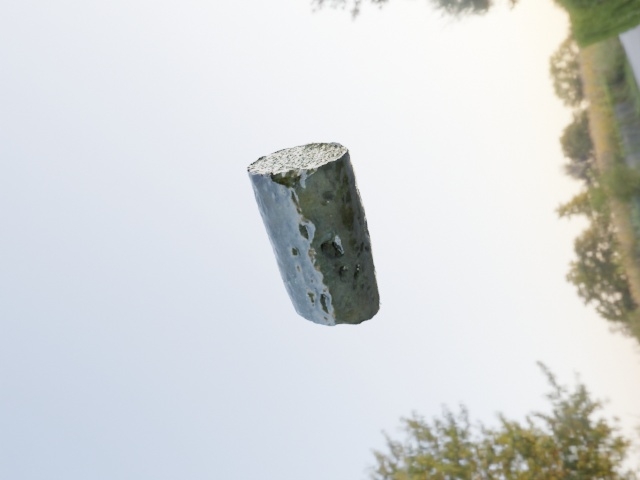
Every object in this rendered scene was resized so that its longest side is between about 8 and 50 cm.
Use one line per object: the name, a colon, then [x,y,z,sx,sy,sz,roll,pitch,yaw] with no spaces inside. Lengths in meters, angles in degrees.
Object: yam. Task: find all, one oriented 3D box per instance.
yam: [0.000,0.000,0.645,0.107,0.107,0.194,-55,-45,-56]
